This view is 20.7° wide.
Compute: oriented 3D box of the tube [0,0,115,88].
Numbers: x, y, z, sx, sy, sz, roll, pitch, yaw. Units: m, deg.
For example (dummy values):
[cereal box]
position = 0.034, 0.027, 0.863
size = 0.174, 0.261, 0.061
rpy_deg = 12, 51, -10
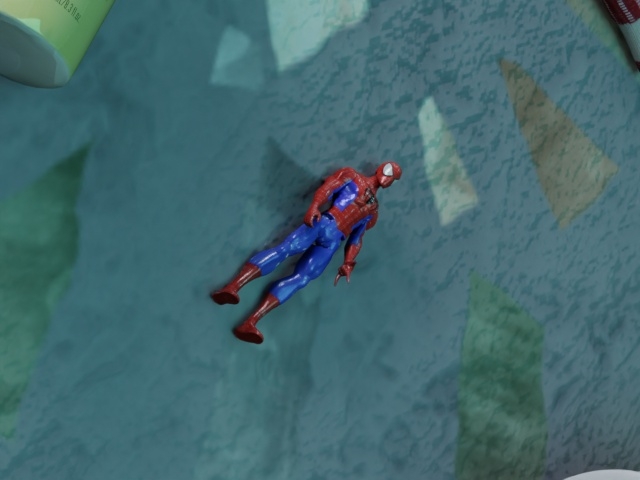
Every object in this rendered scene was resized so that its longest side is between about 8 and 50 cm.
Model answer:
[tube]
position = -0.079, -0.177, 0.719
size = 0.070, 0.062, 0.240
rpy_deg = 83, 30, -65

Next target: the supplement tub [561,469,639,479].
[supplement tub]
position = 0.245, 0.240, 0.897
size = 0.325, 0.235, 0.235
rpy_deg = 18, 82, -39

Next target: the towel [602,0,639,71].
[towel]
position = 0.176, -0.287, 0.931
size = 0.237, 0.037, 0.329
rpy_deg = -46, 120, -26

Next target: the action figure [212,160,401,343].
[action figure]
position = 0.000, 0.000, 0.815
size = 0.115, 0.030, 0.038
rpy_deg = -46, 115, -29
